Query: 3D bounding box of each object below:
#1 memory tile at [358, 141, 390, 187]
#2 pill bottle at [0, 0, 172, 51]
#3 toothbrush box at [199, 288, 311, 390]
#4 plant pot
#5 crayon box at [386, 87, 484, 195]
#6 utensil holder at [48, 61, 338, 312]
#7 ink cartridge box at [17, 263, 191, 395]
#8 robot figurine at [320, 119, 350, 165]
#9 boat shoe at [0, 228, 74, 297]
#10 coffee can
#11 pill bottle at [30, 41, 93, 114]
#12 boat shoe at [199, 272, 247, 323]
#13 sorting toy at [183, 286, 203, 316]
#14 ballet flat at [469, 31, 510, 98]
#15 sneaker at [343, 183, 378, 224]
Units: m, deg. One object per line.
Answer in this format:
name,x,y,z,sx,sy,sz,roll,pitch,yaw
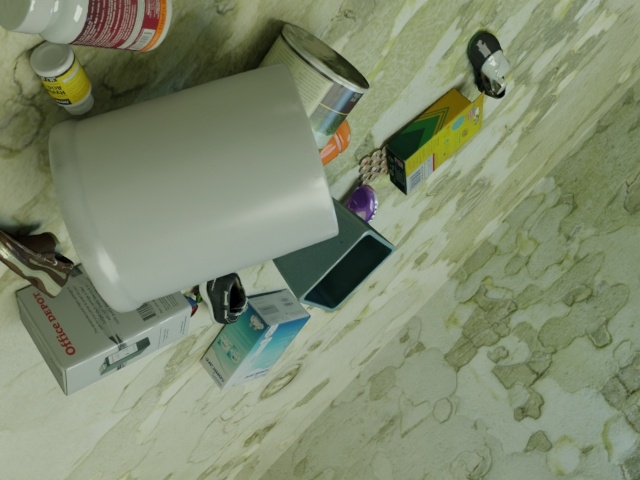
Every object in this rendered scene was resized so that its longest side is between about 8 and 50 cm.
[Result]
memory tile,0.154,-0.211,2.133,0.113,0.012,0.148,-35,156,-16
pill bottle,-0.325,-0.329,1.039,0.221,0.121,0.121,-10,141,-51
toothbrush box,-0.201,0.305,2.329,0.216,0.126,0.296,-8,139,-54
plant pot,0.000,0.000,1.954,0.248,0.252,0.247,-45,156,8
crayon box,0.332,-0.296,2.167,0.318,0.081,0.202,-41,157,-11
utensil holder,-0.195,-0.091,1.246,0.385,0.328,0.328,-17,154,-2
ink cartridge box,-0.449,0.154,1.572,0.289,0.211,0.122,-26,153,-31
robot figurine,-0.023,-0.221,1.691,0.219,0.128,0.158,-37,132,-12
boat shoe,-0.529,0.018,1.380,0.095,0.095,0.257,-51,165,-14
coffee can,-0.064,-0.251,1.482,0.275,0.201,0.201,-52,155,21
pill bottle,-0.390,-0.245,1.154,0.065,0.065,0.116,-37,156,-12
boat shoe,-0.243,0.159,2.006,0.302,0.091,0.115,72,34,-67
sorting toy,-0.336,0.154,1.976,0.102,0.042,0.061,-57,171,5
ballet flat,0.477,-0.475,2.078,0.095,0.096,0.280,-43,157,3
sneaker,0.076,-0.064,2.166,0.104,0.095,0.236,-6,144,-40
